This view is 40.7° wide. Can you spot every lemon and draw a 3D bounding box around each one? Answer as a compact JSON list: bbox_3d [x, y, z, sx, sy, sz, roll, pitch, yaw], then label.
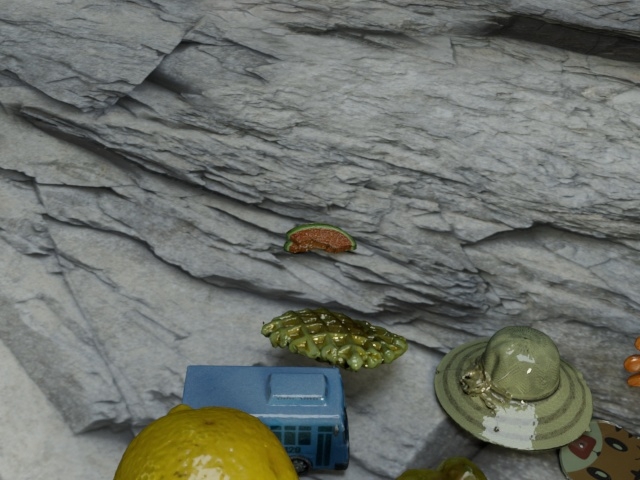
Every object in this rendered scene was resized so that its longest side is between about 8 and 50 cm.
[{"bbox_3d":[-0.136,0.313,1.035,0.228,0.228,0.253,-14,33,-20],"label":"lemon"}]

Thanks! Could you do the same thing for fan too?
[{"bbox_3d":[0.379,0.300,1.259,0.226,0.008,0.152,26,43,27],"label":"fan"}]

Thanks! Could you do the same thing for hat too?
[{"bbox_3d":[0.301,0.190,1.303,0.252,0.110,0.252,1,33,-1],"label":"hat"}]

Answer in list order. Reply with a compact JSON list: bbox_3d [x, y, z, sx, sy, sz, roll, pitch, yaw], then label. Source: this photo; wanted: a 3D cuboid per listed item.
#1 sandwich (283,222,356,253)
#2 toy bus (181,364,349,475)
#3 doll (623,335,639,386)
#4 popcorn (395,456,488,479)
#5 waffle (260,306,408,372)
[{"bbox_3d":[0.002,-0.001,1.606,0.135,0.029,0.067,8,44,5],"label":"sandwich"},{"bbox_3d":[-0.074,0.245,1.200,0.233,0.134,0.116,1,37,-2],"label":"toy bus"},{"bbox_3d":[0.577,0.172,1.342,0.220,0.143,0.135,0,39,-15],"label":"doll"},{"bbox_3d":[0.154,0.383,0.967,0.276,0.225,0.276,31,4,-2],"label":"popcorn"},{"bbox_3d":[0.025,0.150,1.334,0.214,0.054,0.208,16,8,31],"label":"waffle"}]
